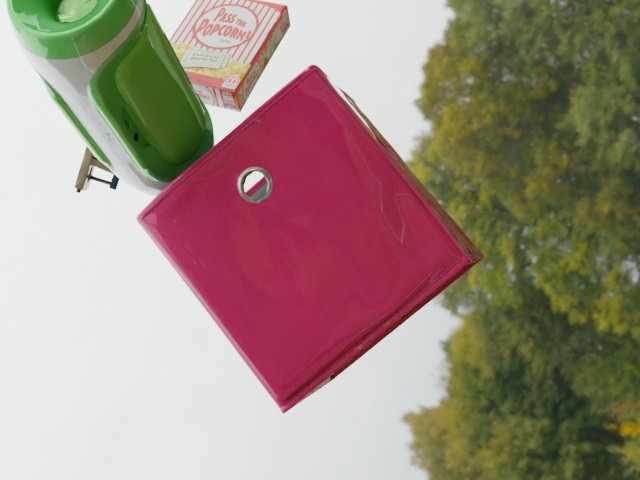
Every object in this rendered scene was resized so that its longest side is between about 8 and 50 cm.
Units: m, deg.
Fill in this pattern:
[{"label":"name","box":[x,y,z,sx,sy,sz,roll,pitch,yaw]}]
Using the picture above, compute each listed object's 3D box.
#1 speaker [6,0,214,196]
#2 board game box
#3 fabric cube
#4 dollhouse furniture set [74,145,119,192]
[{"label":"speaker","box":[-0.195,-0.156,0.983,0.131,0.131,0.296,-61,-20,-18]},{"label":"board game box","box":[-0.149,-0.287,1.487,0.045,0.146,0.194,80,-151,-53]},{"label":"fabric cube","box":[0.000,0.000,1.109,0.254,0.258,0.259,-39,-8,9]},{"label":"dollhouse furniture set","box":[-0.244,-0.112,1.353,0.183,0.129,0.129,-143,71,-82]}]
